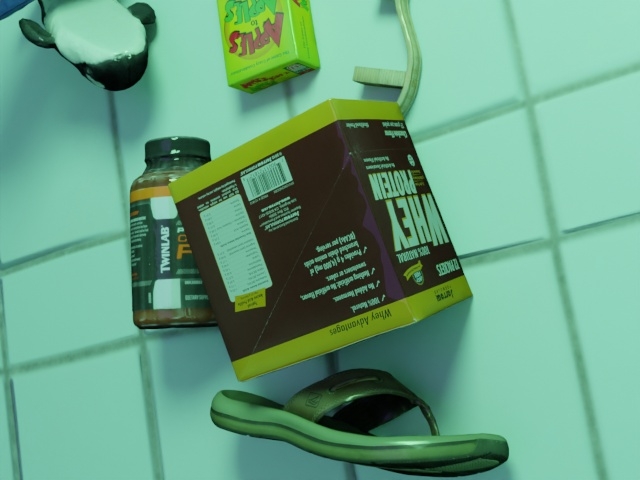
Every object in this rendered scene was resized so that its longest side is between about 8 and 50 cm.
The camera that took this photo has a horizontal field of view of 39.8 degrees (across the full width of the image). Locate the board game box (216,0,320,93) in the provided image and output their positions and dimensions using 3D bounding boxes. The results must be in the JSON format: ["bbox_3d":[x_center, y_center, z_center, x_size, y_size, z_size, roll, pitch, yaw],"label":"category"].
[{"bbox_3d":[-0.061,-0.257,0.927,0.092,0.043,0.181,-14,79,32],"label":"board game box"}]

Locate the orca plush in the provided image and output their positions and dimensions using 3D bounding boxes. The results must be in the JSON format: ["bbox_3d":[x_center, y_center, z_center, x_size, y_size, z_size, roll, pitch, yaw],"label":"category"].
[{"bbox_3d":[-0.291,-0.233,1.047,0.287,0.151,0.102,30,134,28],"label":"orca plush"}]

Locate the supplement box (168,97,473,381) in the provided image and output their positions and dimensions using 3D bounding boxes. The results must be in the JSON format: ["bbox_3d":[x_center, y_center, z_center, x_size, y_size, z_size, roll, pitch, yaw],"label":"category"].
[{"bbox_3d":[0.000,0.000,0.801,0.191,0.129,0.194,-23,84,30],"label":"supplement box"}]

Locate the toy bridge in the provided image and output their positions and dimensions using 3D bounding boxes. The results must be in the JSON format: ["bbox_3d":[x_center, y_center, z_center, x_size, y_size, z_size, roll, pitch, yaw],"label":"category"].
[{"bbox_3d":[0.062,-0.155,0.849,0.063,0.026,0.188,13,95,32],"label":"toy bridge"}]

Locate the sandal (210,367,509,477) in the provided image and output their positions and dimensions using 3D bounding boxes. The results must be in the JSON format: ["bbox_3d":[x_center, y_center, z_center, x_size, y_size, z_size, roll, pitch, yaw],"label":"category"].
[{"bbox_3d":[0.023,0.156,0.806,0.302,0.120,0.086,6,76,34],"label":"sandal"}]

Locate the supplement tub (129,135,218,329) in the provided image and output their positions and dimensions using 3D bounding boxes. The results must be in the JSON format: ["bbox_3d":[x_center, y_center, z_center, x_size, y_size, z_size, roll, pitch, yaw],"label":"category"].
[{"bbox_3d":[-0.148,-0.007,0.931,0.106,0.106,0.198,-7,84,33],"label":"supplement tub"}]

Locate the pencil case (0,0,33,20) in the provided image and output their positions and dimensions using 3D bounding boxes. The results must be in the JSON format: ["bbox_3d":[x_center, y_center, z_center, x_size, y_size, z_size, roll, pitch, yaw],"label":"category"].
[{"bbox_3d":[-0.320,-0.328,0.971,0.119,0.306,0.133,6,131,54],"label":"pencil case"}]
